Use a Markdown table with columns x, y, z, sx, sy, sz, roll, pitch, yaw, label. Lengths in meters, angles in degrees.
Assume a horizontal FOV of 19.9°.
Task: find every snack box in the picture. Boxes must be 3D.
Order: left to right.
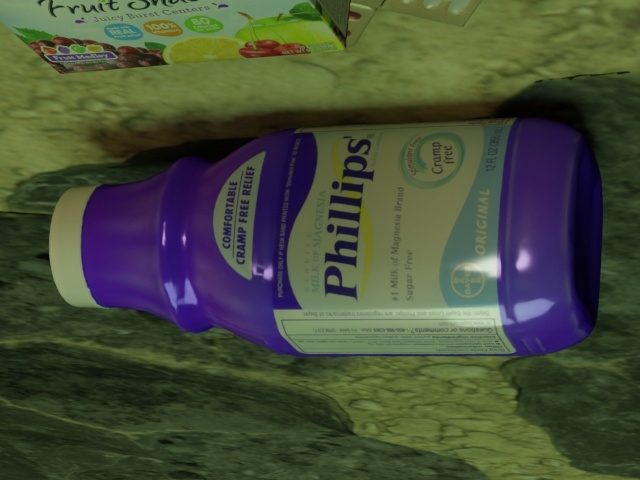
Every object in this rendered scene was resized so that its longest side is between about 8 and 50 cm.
| x | y | z | sx | sy | sz | roll | pitch | yaw | label |
| --- | --- | --- | --- | --- | --- | --- | --- | --- | --- |
| -0.070 | -0.110 | 0.753 | 0.141 | 0.037 | 0.100 | -3 | 156 | 24 | snack box |

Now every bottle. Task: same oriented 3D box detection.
| x | y | z | sx | sy | sz | roll | pitch | yaw | label |
| --- | --- | --- | --- | --- | --- | --- | --- | --- | --- |
| 0.000 | 0.000 | 0.937 | 0.283 | 0.118 | 0.092 | -1 | 159 | 20 | bottle |

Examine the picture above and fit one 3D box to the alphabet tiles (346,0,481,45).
| x | y | z | sx | sy | sz | roll | pitch | yaw | label |
| --- | --- | --- | --- | --- | --- | --- | --- | --- | --- |
| -0.012 | -0.140 | 0.723 | 0.198 | 0.009 | 0.237 | 10 | 159 | -11 | alphabet tiles |
